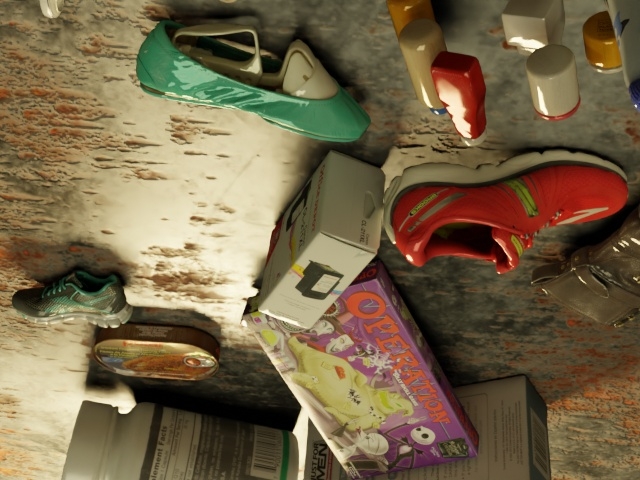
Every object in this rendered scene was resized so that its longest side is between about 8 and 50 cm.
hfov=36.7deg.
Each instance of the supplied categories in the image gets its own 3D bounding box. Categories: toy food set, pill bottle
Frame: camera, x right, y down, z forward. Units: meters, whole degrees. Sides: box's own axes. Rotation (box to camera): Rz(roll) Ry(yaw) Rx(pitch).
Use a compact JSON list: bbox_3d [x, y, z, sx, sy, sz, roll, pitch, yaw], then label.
[{"bbox_3d":[0.159,-0.151,0.860,0.232,0.111,0.104,15,151,30],"label":"toy food set"},{"bbox_3d":[-0.230,0.379,1.578,0.360,0.204,0.204,13,142,-8],"label":"pill bottle"}]

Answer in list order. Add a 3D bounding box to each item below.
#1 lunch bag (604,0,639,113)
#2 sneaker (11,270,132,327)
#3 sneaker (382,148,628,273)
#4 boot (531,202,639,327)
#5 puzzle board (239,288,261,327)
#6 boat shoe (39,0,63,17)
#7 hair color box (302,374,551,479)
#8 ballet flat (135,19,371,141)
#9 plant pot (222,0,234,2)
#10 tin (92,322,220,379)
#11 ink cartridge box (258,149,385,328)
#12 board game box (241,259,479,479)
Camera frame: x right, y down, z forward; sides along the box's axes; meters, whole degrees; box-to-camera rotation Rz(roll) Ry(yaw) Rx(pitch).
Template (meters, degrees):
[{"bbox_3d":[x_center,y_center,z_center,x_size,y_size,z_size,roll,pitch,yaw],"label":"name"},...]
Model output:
[{"bbox_3d":[0.386,-0.141,0.723,0.238,0.328,0.385,-25,131,31],"label":"lunch bag"},{"bbox_3d":[-0.343,0.071,1.326,0.166,0.065,0.076,1,126,1],"label":"sneaker"},{"bbox_3d":[0.207,-0.019,1.051,0.278,0.118,0.107,-8,142,-8],"label":"sneaker"},{"bbox_3d":[0.417,0.042,1.158,0.262,0.091,0.229,24,142,-10],"label":"boot"},{"bbox_3d":[-0.040,0.114,1.365,0.128,0.011,0.096,17,141,-14],"label":"puzzle board"},{"bbox_3d":[-0.243,-0.250,0.908,0.035,0.035,0.100,13,135,-4],"label":"boat shoe"},{"bbox_3d":[0.159,0.344,1.491,0.374,0.185,0.114,-15,138,25],"label":"hair color box"},{"bbox_3d":[-0.057,-0.164,0.958,0.247,0.083,0.087,12,128,-11],"label":"ballet flat"},{"bbox_3d":[-0.045,-0.327,0.626,0.190,0.284,0.284,-31,141,-10],"label":"plant pot"},{"bbox_3d":[-0.244,0.165,1.441,0.189,0.040,0.106,4,146,3],"label":"tin"},{"bbox_3d":[0.000,0.000,1.118,0.072,0.128,0.175,21,139,-15],"label":"ink cartridge box"},{"bbox_3d":[0.062,0.193,1.347,0.208,0.056,0.347,-20,120,21],"label":"board game box"}]
